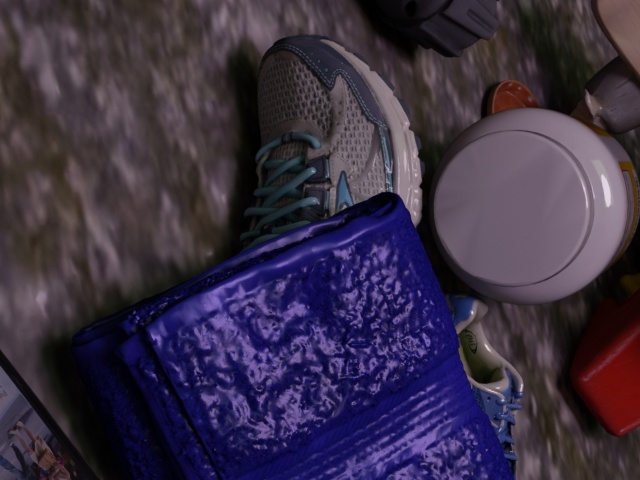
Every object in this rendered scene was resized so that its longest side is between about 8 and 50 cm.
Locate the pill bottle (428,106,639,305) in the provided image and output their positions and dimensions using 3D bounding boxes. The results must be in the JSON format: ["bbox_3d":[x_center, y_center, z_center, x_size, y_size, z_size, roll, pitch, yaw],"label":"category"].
[{"bbox_3d":[0.152,-0.026,1.111,0.245,0.136,0.136,-10,83,-74],"label":"pill bottle"}]

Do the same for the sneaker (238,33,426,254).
[{"bbox_3d":[0.000,0.000,1.009,0.122,0.110,0.283,-5,79,-45],"label":"sneaker"}]

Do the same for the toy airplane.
[{"bbox_3d":[0.388,-0.021,1.351,0.384,0.272,0.386,4,87,-18],"label":"toy airplane"}]

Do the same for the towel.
[{"bbox_3d":[0.013,0.148,0.921,0.227,0.076,0.308,-26,100,-22],"label":"towel"}]

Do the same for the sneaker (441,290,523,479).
[{"bbox_3d":[0.104,0.134,1.101,0.080,0.081,0.211,-31,102,-52],"label":"sneaker"}]

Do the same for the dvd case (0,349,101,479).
[{"bbox_3d":[-0.227,0.090,0.767,0.253,0.022,0.180,56,41,-19],"label":"dvd case"}]

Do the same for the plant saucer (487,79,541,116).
[{"bbox_3d":[0.165,-0.094,1.314,0.083,0.013,0.084,21,61,-44],"label":"plant saucer"}]

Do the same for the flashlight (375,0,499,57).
[{"bbox_3d":[0.017,-0.228,1.117,0.304,0.103,0.103,30,54,-39],"label":"flashlight"}]
